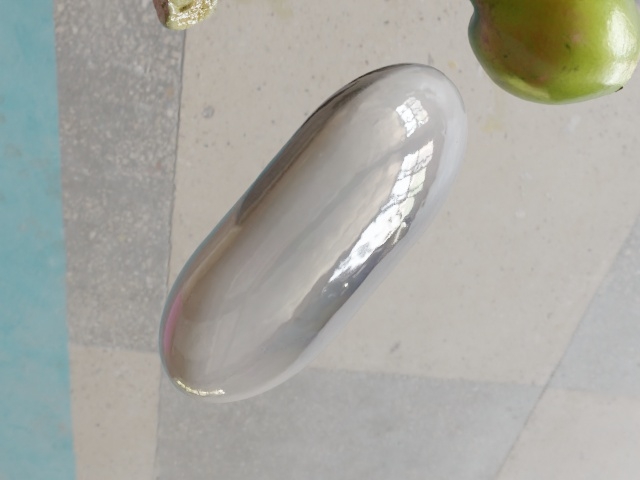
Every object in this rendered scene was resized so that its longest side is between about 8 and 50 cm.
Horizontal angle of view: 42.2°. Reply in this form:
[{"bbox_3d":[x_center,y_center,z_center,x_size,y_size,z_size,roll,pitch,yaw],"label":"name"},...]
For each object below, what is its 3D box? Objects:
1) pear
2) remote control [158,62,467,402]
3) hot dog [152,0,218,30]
[{"bbox_3d":[0.273,-0.264,1.012,0.219,0.188,0.188,18,128,-15],"label":"pear"},{"bbox_3d":[0.000,0.000,0.678,0.332,0.103,0.221,-48,155,1],"label":"remote control"},{"bbox_3d":[-0.152,-0.345,0.934,0.084,0.073,0.243,-27,159,-25],"label":"hot dog"}]
